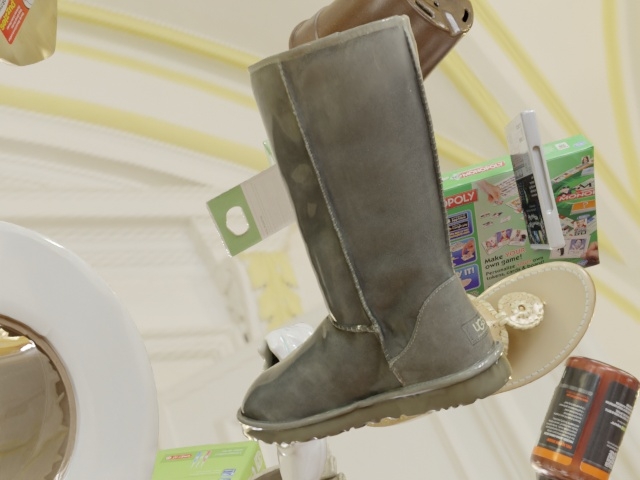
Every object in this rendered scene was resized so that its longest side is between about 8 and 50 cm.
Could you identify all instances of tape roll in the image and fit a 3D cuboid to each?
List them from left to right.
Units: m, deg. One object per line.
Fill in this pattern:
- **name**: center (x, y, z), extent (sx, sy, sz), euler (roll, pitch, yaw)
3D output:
- **tape roll**: center (-0.248, 0.119, 0.716), extent (0.246, 0.246, 0.169), euler (12, -19, -36)

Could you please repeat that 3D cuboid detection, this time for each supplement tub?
- **supplement tub**: center (0.339, 0.257, 1.487), extent (0.106, 0.106, 0.198), euler (33, -103, -45)

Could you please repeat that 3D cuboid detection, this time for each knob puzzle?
- **knob puzzle**: center (-0.355, -0.282, 1.287), extent (0.030, 0.213, 0.213), euler (-1, -36, 18)

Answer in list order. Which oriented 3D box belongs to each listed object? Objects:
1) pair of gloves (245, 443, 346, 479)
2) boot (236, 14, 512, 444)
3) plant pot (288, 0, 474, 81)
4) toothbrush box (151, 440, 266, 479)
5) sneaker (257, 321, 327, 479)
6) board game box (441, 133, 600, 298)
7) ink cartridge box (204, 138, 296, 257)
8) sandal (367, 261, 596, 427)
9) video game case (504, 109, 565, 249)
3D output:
- **pair of gloves**: center (-0.051, 0.312, 1.081), extent (0.204, 0.240, 0.042), euler (-32, -58, 10)
- **boot**: center (0.000, 0.000, 0.637), extent (0.189, 0.076, 0.209), euler (-19, -79, 26)
- **plant pot**: center (0.078, -0.237, 1.307), extent (0.167, 0.167, 0.165), euler (13, -38, -36)
- **toothbrush box**: center (-0.190, 0.373, 1.376), extent (0.206, 0.283, 0.122), euler (-9, -71, 16)
- **sneaker**: center (-0.032, 0.151, 1.007), extent (0.053, 0.152, 0.061), euler (-5, -1, 40)
- **board game box**: center (0.254, -0.016, 1.680), extent (0.317, 0.046, 0.214), euler (-16, -57, -6)
- **ink cartridge box**: center (-0.060, -0.085, 1.711), extent (0.235, 0.056, 0.171), euler (-26, -31, -5)
- **sandal**: center (0.113, 0.095, 0.940), extent (0.240, 0.088, 0.079), euler (-31, -16, 23)
- **video game case**: center (0.276, -0.075, 1.474), extent (0.022, 0.173, 0.190), euler (-12, -1, 3)
